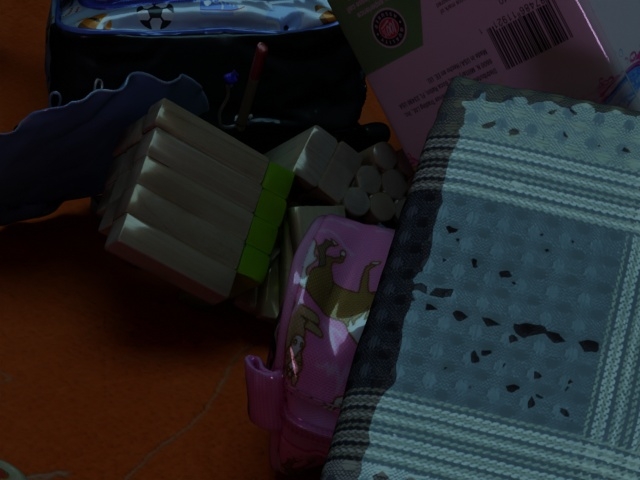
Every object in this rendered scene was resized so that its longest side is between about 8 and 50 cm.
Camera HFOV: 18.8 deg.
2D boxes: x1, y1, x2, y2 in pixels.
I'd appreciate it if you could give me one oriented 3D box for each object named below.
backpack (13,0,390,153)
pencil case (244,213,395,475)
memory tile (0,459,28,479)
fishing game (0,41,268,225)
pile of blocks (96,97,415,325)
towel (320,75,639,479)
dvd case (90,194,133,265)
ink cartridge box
[{"bbox_3d":[-0.097,-0.178,1.503,0.276,0.213,0.263,1,19,-9],"label":"backpack"},{"bbox_3d":[0.154,0.093,1.119,0.386,0.160,0.167,12,-6,5],"label":"pencil case"},{"bbox_3d":[-0.237,0.102,1.080,0.113,0.012,0.148,4,29,-50],"label":"memory tile"},{"bbox_3d":[-0.163,-0.068,1.299,0.264,0.189,0.041,-21,74,-15],"label":"fishing game"},{"bbox_3d":[0.000,0.000,1.323,0.362,0.149,0.112,2,-16,-31],"label":"pile of blocks"},{"bbox_3d":[0.183,0.076,1.021,0.324,0.056,0.312,14,60,8],"label":"towel"},{"bbox_3d":[-0.094,-0.013,1.384,0.119,0.013,0.087,-8,33,-27],"label":"dvd case"},{"bbox_3d":[0.158,-0.088,1.255,0.117,0.278,0.201,-30,4,-40],"label":"ink cartridge box"}]
